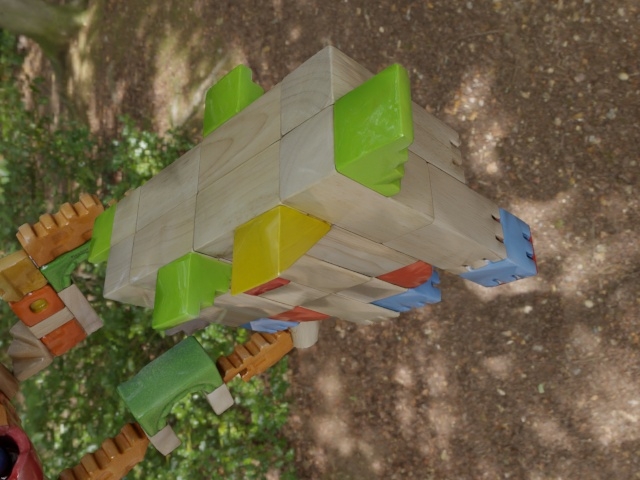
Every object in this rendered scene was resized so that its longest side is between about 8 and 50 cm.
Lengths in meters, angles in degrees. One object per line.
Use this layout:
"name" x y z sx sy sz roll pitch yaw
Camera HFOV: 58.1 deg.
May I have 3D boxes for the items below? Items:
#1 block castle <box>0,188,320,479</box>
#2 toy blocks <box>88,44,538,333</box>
"block castle" -0.246 0.095 0.723 0.303 0.453 0.212 40 154 35
"toy blocks" 0.000 0.000 0.515 0.382 0.261 0.190 -24 57 40
